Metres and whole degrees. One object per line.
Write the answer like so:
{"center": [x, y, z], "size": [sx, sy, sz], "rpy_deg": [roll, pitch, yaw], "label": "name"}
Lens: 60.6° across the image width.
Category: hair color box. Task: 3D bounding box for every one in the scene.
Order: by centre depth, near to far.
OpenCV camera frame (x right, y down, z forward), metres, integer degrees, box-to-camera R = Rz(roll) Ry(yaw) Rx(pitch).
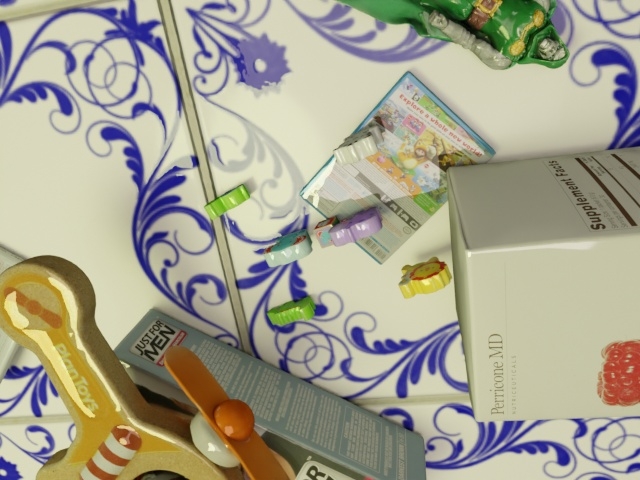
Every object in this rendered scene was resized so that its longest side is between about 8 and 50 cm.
{"center": [-0.083, 0.255, 0.655], "size": [0.374, 0.113, 0.185], "rpy_deg": [26, 112, -1], "label": "hair color box"}

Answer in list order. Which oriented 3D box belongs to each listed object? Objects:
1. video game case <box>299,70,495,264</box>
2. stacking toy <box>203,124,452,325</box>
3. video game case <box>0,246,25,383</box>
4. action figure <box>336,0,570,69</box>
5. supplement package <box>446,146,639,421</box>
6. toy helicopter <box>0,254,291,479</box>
{"center": [0.075, -0.069, 0.560], "size": [0.119, 0.015, 0.166], "rpy_deg": [40, 111, -7], "label": "video game case"}
{"center": [0.000, 0.000, 0.561], "size": [0.221, 0.052, 0.167], "rpy_deg": [-19, 109, 26], "label": "stacking toy"}
{"center": [-0.446, 0.083, 0.669], "size": [0.173, 0.022, 0.190], "rpy_deg": [29, 99, -4], "label": "video game case"}
{"center": [0.120, -0.219, 0.474], "size": [0.232, 0.063, 0.137], "rpy_deg": [30, 109, -8], "label": "action figure"}
{"center": [0.268, 0.029, 0.475], "size": [0.293, 0.175, 0.177], "rpy_deg": [-6, 117, 11], "label": "supplement package"}
{"center": [-0.172, 0.170, 0.506], "size": [0.235, 0.140, 0.355], "rpy_deg": [-22, 103, 12], "label": "toy helicopter"}
